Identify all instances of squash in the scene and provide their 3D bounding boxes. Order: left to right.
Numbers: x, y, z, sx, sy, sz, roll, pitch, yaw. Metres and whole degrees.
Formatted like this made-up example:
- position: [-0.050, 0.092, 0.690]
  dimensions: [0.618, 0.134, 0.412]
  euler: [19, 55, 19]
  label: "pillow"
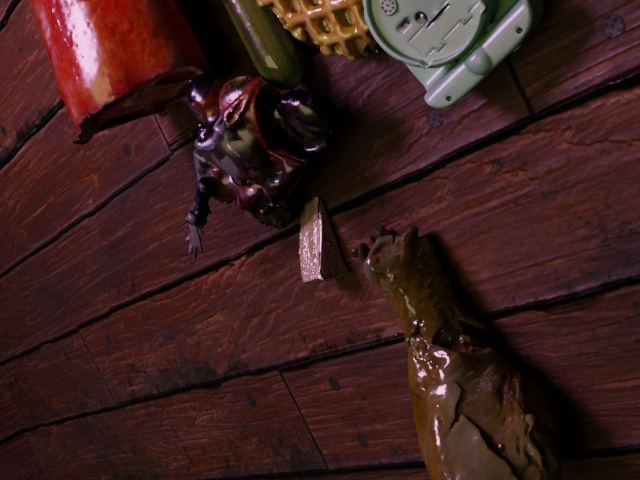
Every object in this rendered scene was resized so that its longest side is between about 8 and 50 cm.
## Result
- position: [-0.086, -0.300, 1.121]
  dimensions: [0.066, 0.066, 0.228]
  euler: [-26, 91, 50]
  label: "squash"

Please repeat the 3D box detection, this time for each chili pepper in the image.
- position: [-0.295, -0.320, 1.247]
  dimensions: [0.251, 0.229, 0.305]
  euler: [127, 125, -78]
  label: "chili pepper"

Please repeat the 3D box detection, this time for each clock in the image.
- position: [0.112, -0.254, 0.895]
  dimensions: [0.211, 0.066, 0.159]
  euler: [44, 129, 0]
  label: "clock"

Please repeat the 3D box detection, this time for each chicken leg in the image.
- position: [0.157, 0.160, 1.044]
  dimensions: [0.429, 0.201, 0.152]
  euler: [65, 151, 17]
  label: "chicken leg"

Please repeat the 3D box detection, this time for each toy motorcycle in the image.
- position: [-0.112, -0.102, 1.195]
  dimensions: [0.207, 0.134, 0.401]
  euler: [31, 147, 2]
  label: "toy motorcycle"

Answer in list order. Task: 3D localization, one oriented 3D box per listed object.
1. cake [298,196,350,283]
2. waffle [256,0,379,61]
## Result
- position: [0.000, 0.000, 1.229]
  dimensions: [0.052, 0.065, 0.121]
  euler: [-13, 79, 49]
  label: "cake"
- position: [0.002, -0.341, 0.995]
  dimensions: [0.254, 0.052, 0.245]
  euler: [38, 133, 15]
  label: "waffle"
